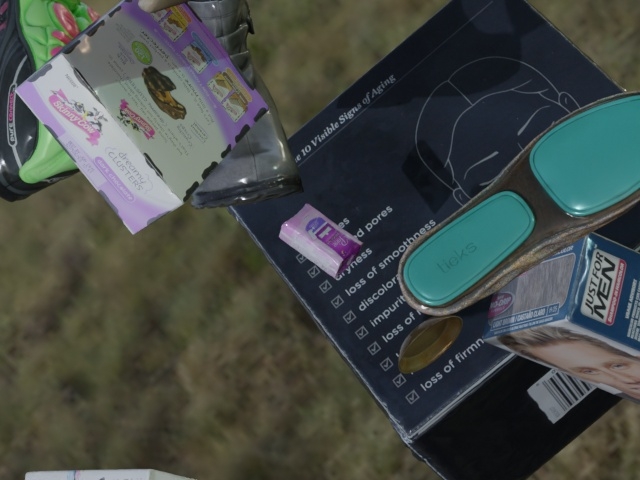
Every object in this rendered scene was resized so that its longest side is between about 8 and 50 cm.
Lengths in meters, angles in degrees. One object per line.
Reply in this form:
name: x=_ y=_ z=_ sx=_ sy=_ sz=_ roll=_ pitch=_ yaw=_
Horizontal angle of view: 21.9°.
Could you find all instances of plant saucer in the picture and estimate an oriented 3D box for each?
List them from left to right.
plant saucer: x=0.110 y=0.103 z=1.703 sx=0.083 sy=0.015 sz=0.083 roll=-31 pitch=-29 yaw=-19

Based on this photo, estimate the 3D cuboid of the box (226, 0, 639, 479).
box: x=0.215 y=-0.005 z=2.117 sx=0.480 sy=0.297 sz=0.472 roll=-40 pitch=54 yaw=2

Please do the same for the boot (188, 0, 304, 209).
boot: x=-0.100 y=-0.161 z=1.745 sx=0.118 sy=0.222 sz=0.338 roll=-9 pitch=13 yaw=-10

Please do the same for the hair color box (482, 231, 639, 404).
hair color box: x=0.367 y=0.110 z=1.750 sx=0.174 sy=0.347 sz=0.105 roll=-25 pitch=46 yaw=64

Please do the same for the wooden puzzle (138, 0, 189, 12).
wooden puzzle: x=-0.022 y=-0.371 z=1.275 sx=0.322 sy=0.080 sz=0.348 roll=-25 pitch=-43 yaw=-40

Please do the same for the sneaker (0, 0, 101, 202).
sneaker: x=-0.365 y=-0.210 z=1.999 sx=0.202 sy=0.185 sz=0.483 roll=-37 pitch=29 yaw=10

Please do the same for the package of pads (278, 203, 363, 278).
package of pads: x=0.000 y=0.000 z=1.823 sx=0.050 sy=0.083 sz=0.032 roll=-43 pitch=-16 yaw=-41

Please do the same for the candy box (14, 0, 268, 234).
candy box: x=-0.154 y=-0.126 z=1.471 sx=0.070 sy=0.165 sz=0.196 roll=-30 pitch=14 yaw=35

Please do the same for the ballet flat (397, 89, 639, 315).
ballet flat: x=0.211 y=-0.035 z=1.551 sx=0.316 sy=0.107 sz=0.106 roll=-31 pitch=-16 yaw=8

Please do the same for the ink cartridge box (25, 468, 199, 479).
ink cartridge box: x=-0.182 y=0.243 z=1.307 sx=0.198 sy=0.067 sz=0.115 roll=-10 pitch=68 yaw=44
